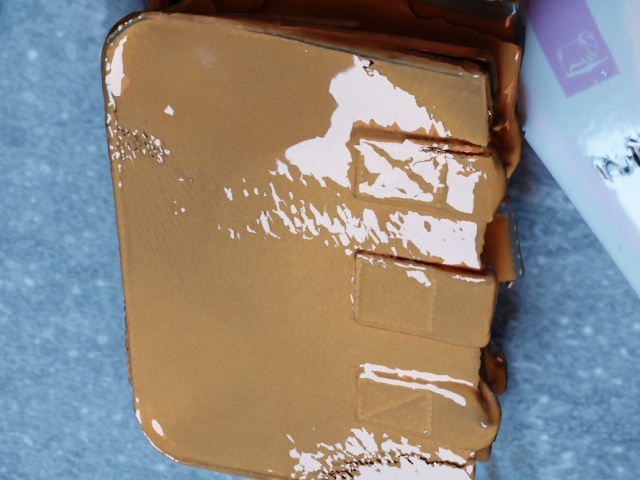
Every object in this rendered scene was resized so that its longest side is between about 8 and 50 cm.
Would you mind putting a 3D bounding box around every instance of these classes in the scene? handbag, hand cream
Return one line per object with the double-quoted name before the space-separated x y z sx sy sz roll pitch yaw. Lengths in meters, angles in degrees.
"handbag" 0.000 0.000 1.385 0.303 0.116 0.410 11 126 16
"hand cream" 0.239 -0.057 1.329 0.185 0.118 0.358 -24 109 33
